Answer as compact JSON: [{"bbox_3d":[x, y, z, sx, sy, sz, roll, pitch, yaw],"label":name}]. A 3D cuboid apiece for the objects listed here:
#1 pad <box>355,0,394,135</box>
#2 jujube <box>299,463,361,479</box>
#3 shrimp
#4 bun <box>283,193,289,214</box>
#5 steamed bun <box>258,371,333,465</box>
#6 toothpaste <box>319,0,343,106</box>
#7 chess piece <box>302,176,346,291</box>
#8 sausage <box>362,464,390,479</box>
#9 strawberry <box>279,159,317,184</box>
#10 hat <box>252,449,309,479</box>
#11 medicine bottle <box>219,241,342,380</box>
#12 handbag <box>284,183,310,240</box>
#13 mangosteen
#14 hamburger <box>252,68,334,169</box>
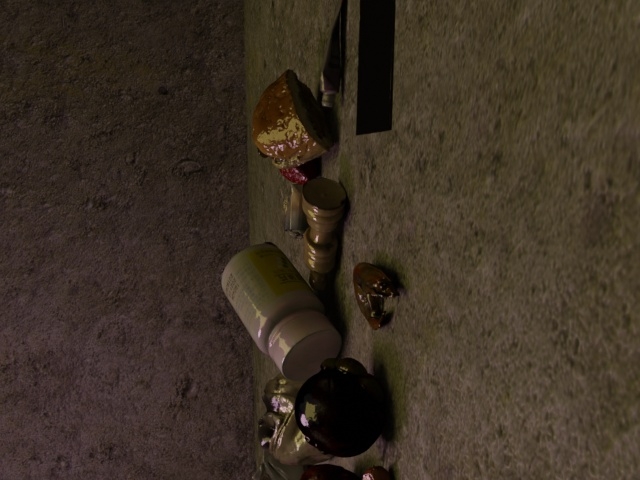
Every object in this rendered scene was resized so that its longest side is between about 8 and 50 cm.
[{"bbox_3d":[0.117,-0.417,1.402,0.247,0.007,0.367,-150,60,-75],"label":"pad"},{"bbox_3d":[0.025,0.614,1.479,0.290,0.197,0.197,129,139,-79],"label":"jujube"},{"bbox_3d":[0.112,0.114,1.349,0.249,0.068,0.150,140,115,-80],"label":"shrimp"},{"bbox_3d":[-0.090,-0.110,2.169,0.115,0.069,0.115,178,90,-78],"label":"bun"},{"bbox_3d":[-0.079,0.510,1.878,0.320,0.206,0.275,-133,42,-76],"label":"steamed bun"},{"bbox_3d":[0.037,-0.494,1.652,0.075,0.048,0.300,-14,-68,-75],"label":"toothpaste"},{"bbox_3d":[0.000,0.000,1.731,0.139,0.124,0.307,35,136,35],"label":"chess piece"},{"bbox_3d":[0.117,0.542,1.338,0.065,0.065,0.169,-172,82,-77],"label":"sausage"},{"bbox_3d":[-0.065,-0.234,1.959,0.148,0.131,0.131,23,115,52],"label":"strawberry"},{"bbox_3d":[-0.093,0.731,2.155,0.258,0.168,0.301,70,-144,-66],"label":"hat"},{"bbox_3d":[-0.114,0.192,1.795,0.378,0.214,0.213,50,143,40],"label":"medicine bottle"},{"bbox_3d":[-0.062,-0.085,2.019,0.117,0.095,0.173,46,-132,-85],"label":"handbag"},{"bbox_3d":[0.046,0.359,1.379,0.210,0.210,0.209,179,90,-77],"label":"mangosteen"},{"bbox_3d":[-0.100,-0.318,1.828,0.209,0.162,0.329,-39,47,22],"label":"hamburger"}]
